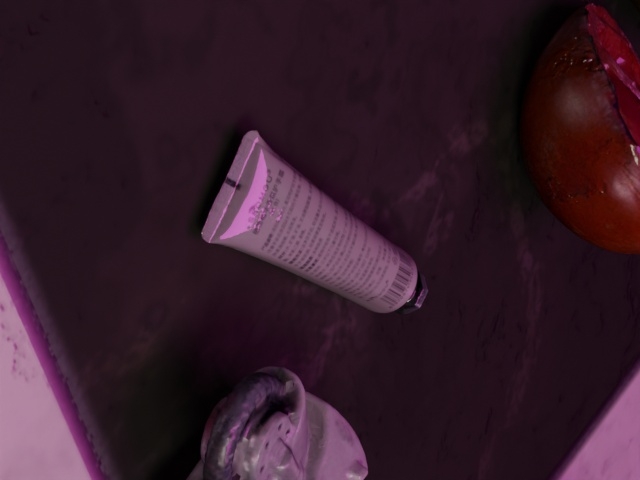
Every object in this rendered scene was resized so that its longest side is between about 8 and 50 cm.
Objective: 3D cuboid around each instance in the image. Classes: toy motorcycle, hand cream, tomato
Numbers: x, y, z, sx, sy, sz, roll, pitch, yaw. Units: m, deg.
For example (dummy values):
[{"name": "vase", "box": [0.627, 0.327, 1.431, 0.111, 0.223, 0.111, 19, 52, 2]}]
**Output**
[{"name": "toy motorcycle", "box": [-0.036, 0.185, 0.950, 0.171, 0.110, 0.260, -25, 128, -61]}, {"name": "hand cream", "box": [0.000, 0.000, 0.979, 0.194, 0.042, 0.067, 31, 85, -48]}, {"name": "tomato", "box": [0.190, -0.068, 1.164, 0.173, 0.099, 0.189, 50, 22, -34]}]

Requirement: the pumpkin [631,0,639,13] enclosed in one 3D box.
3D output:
[{"name": "pumpkin", "box": [0.310, -0.237, 1.200, 0.219, 0.162, 0.219, -28, 128, -42]}]
